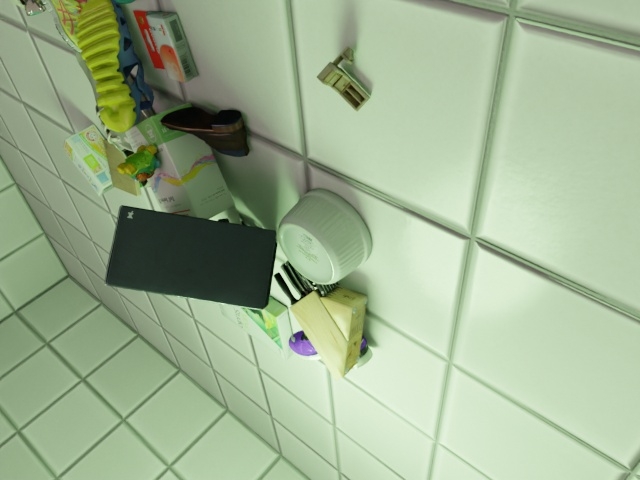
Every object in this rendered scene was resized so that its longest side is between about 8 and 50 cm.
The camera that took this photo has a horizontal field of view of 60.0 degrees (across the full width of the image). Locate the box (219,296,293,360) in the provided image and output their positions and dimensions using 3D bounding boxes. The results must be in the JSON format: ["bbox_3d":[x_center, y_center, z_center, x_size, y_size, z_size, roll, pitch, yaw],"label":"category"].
[{"bbox_3d":[-0.225,0.234,1.825,0.322,0.058,0.232,27,143,31],"label":"box"}]

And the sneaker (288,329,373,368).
[{"bbox_3d":[0.008,0.251,1.517,0.293,0.102,0.146,-3,120,46],"label":"sneaker"}]

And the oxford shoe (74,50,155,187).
[{"bbox_3d":[-0.548,-0.337,1.536,0.169,0.130,0.449,-8,117,57],"label":"oxford shoe"}]

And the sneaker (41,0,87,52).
[{"bbox_3d":[-0.624,-0.567,1.410,0.209,0.094,0.081,59,-172,-11],"label":"sneaker"}]

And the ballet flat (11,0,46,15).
[{"bbox_3d":[-0.868,-0.726,1.556,0.221,0.079,0.077,51,150,-4],"label":"ballet flat"}]

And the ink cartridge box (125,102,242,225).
[{"bbox_3d":[-0.354,-0.155,1.451,0.207,0.119,0.354,-3,114,53],"label":"ink cartridge box"}]

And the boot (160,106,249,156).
[{"bbox_3d":[-0.267,-0.246,1.293,0.219,0.082,0.106,9,141,24],"label":"boot"}]

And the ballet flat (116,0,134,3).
[{"bbox_3d":[-0.404,-0.564,1.157,0.213,0.072,0.068,-177,82,-68],"label":"ballet flat"}]

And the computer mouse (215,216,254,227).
[{"bbox_3d":[-0.244,0.036,1.613,0.188,0.072,0.272,34,146,23],"label":"computer mouse"}]

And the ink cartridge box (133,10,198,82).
[{"bbox_3d":[-0.368,-0.446,1.266,0.179,0.045,0.145,19,138,36],"label":"ink cartridge box"}]

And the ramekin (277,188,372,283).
[{"bbox_3d":[0.000,0.000,1.226,0.207,0.109,0.207,33,146,26],"label":"ramekin"}]

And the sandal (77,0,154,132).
[{"bbox_3d":[-0.495,-0.433,1.364,0.126,0.138,0.318,2,109,23],"label":"sandal"}]

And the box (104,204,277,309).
[{"bbox_3d":[-0.282,0.050,1.316,0.343,0.179,0.312,9,173,-3],"label":"box"}]

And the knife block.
[{"bbox_3d":[-0.014,0.175,1.371,0.242,0.088,0.276,15,111,26],"label":"knife block"}]

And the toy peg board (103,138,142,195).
[{"bbox_3d":[-0.611,-0.244,1.789,0.161,0.079,0.161,20,123,39],"label":"toy peg board"}]

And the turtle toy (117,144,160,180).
[{"bbox_3d":[-0.445,-0.184,1.368,0.130,0.095,0.066,10,143,50],"label":"turtle toy"}]

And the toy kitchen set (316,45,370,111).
[{"bbox_3d":[0.050,-0.266,0.913,0.075,0.083,0.068,46,108,4],"label":"toy kitchen set"}]

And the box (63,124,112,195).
[{"bbox_3d":[-0.766,-0.274,1.895,0.203,0.114,0.103,54,150,-8],"label":"box"}]
